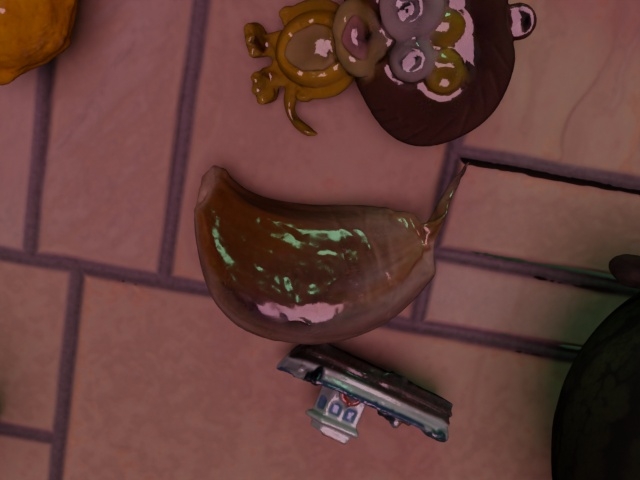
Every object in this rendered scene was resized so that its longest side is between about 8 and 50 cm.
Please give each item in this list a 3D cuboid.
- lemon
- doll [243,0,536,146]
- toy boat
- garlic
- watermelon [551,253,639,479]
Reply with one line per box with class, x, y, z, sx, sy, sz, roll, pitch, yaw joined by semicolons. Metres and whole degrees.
lemon;-0.214;-0.179;0.455;0.114;0.114;0.155;-4;101;2
doll;0.044;-0.124;0.475;0.188;0.096;0.145;-30;93;17
toy boat;0.030;0.124;0.542;0.140;0.059;0.066;26;84;-2
garlic;0.009;0.009;0.509;0.198;0.090;0.129;-1;90;6
watermelon;0.289;0.161;0.434;0.278;0.279;0.359;-22;101;6
